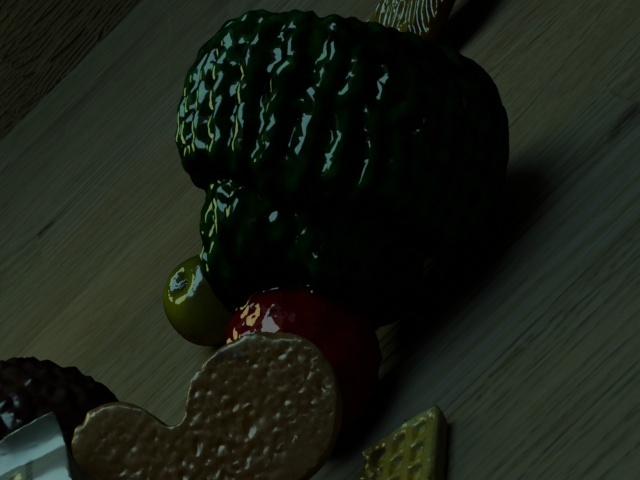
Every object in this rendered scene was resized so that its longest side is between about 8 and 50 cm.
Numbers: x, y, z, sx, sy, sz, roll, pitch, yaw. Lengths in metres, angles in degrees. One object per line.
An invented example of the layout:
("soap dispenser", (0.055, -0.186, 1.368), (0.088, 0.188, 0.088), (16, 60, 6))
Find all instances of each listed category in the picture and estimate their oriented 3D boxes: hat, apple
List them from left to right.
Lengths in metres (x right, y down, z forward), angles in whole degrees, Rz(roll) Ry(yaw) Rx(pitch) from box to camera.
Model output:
("apple", (-0.106, 0.057, 1.775), (0.089, 0.074, 0.089), (-29, 45, 34))
("hat", (0.000, 0.000, 1.466), (0.242, 0.274, 0.332), (-13, 63, 61))

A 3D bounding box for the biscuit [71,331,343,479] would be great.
("biscuit", (-0.099, 0.204, 1.308), (0.324, 0.205, 0.049), (-56, -21, -5))

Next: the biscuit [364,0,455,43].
("biscuit", (0.097, -0.262, 1.952), (0.176, 0.031, 0.228), (-26, 48, 55))

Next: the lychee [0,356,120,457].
("lychee", (-0.248, 0.221, 1.450), (0.260, 0.260, 0.260), (-39, 19, 16))

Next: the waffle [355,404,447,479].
("waffle", (0.047, 0.175, 1.270), (0.092, 0.021, 0.135), (-37, 20, 23))

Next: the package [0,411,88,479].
("package", (-0.228, 0.270, 1.265), (0.204, 0.251, 0.062), (-26, -17, 7))
